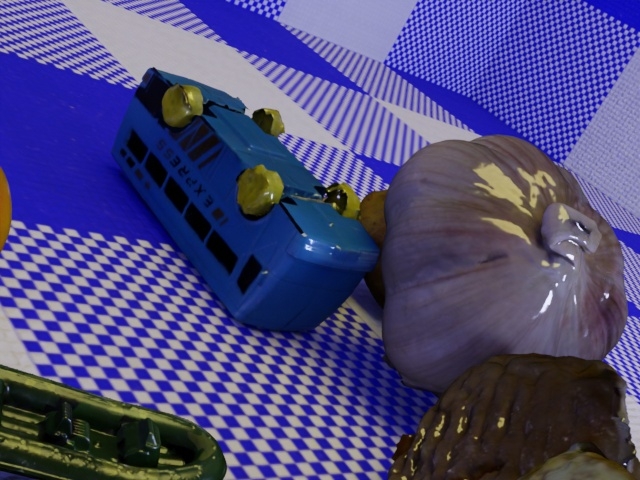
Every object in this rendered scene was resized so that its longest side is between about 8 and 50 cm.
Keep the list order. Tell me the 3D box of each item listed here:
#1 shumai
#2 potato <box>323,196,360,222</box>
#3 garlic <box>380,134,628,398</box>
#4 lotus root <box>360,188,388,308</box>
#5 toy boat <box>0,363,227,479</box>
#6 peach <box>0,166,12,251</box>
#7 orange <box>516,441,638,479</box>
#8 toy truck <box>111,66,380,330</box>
[{"bbox_3d":[0.204,0.269,0.823,0.283,0.217,0.346,57,21,-27],"label":"shumai"},{"bbox_3d":[0.002,0.002,1.226,0.112,0.112,0.147,11,32,-44],"label":"potato"},{"bbox_3d":[0.200,0.036,1.055,0.241,0.322,0.322,4,0,38],"label":"garlic"},{"bbox_3d":[0.157,0.045,1.265,0.291,0.193,0.193,41,21,15],"label":"lotus root"},{"bbox_3d":[-0.165,0.140,0.691,0.210,0.052,0.104,21,18,-23],"label":"toy boat"},{"bbox_3d":[-0.314,-0.023,0.778,0.138,0.138,0.138,27,19,-10],"label":"peach"},{"bbox_3d":[0.148,0.298,0.467,0.210,0.271,0.368,-22,47,-15],"label":"orange"},{"bbox_3d":[-0.095,-0.056,1.139,0.161,0.162,0.385,10,28,-46],"label":"toy truck"}]
